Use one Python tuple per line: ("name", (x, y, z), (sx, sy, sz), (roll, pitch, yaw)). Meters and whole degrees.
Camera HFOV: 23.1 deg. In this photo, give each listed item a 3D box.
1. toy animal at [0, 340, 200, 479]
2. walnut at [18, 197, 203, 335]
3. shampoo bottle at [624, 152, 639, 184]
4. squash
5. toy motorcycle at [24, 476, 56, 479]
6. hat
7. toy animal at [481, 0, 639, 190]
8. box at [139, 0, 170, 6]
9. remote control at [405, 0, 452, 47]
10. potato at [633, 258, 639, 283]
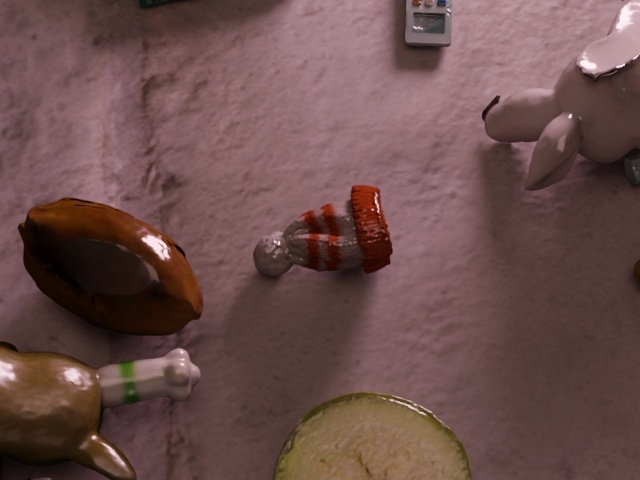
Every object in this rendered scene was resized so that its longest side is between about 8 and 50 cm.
("toy animal", (-0.328, 0.184, 1.692), (0.363, 0.180, 0.181), (13, 69, -18))
("walnut", (-0.241, 0.032, 1.772), (0.245, 0.137, 0.137), (21, 66, 11))
("shampoo bottle", (0.459, -0.111, 1.888), (0.191, 0.041, 0.069), (-17, 50, -5))
("squash", (0.054, 0.269, 1.703), (0.219, 0.041, 0.219), (0, 63, 0))
("toy motorcycle", (-0.315, 0.356, 1.595), (0.187, 0.125, 0.274), (31, 77, -14))
("hat", (0.000, 0.000, 1.813), (0.162, 0.093, 0.112), (-9, 38, 3))
("toy animal", (0.357, -0.188, 1.861), (0.325, 0.154, 0.208), (-23, 38, -2))
("box", (-0.138, -0.395, 2.034), (0.226, 0.042, 0.161), (-12, 64, -6))
("remote control", (0.140, -0.317, 2.002), (0.061, 0.029, 0.162), (3, 68, 4))
("potato", (0.404, 0.033, 1.818), (0.083, 0.040, 0.051), (-11, 55, -7))
